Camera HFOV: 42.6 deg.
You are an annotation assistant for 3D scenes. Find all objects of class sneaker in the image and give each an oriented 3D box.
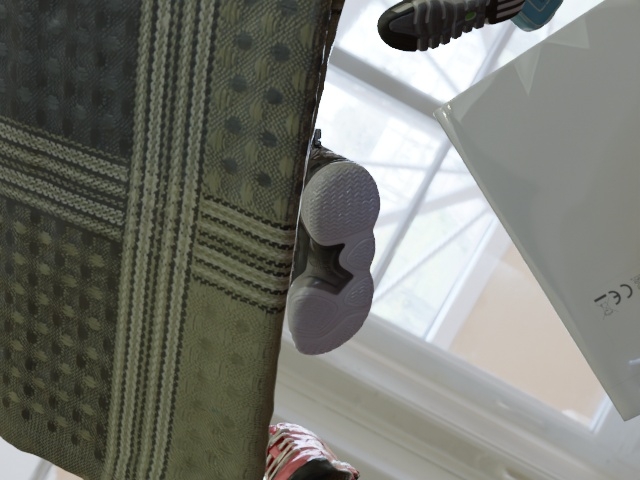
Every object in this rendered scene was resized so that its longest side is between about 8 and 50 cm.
[{"bbox_3d":[0.000,0.000,0.983,0.153,0.101,0.268,-117,29,-51],"label":"sneaker"},{"bbox_3d":[0.169,-0.353,1.188,0.086,0.229,0.132,91,158,-52],"label":"sneaker"},{"bbox_3d":[-0.040,0.300,1.066,0.116,0.136,0.314,-47,-15,-7],"label":"sneaker"}]

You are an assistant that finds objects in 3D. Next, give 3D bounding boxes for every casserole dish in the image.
[{"bbox_3d":[0.375,-0.459,1.493,0.114,0.188,0.037,-52,31,7],"label":"casserole dish"}]

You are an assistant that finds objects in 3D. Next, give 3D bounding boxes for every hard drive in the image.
[{"bbox_3d":[0.270,-0.036,0.714,0.210,0.318,0.040,-32,-12,14],"label":"hard drive"}]

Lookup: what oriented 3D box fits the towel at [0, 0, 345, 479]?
[{"bbox_3d":[-0.139,-0.029,0.424,0.056,0.312,0.324,-28,-46,-58],"label":"towel"}]
